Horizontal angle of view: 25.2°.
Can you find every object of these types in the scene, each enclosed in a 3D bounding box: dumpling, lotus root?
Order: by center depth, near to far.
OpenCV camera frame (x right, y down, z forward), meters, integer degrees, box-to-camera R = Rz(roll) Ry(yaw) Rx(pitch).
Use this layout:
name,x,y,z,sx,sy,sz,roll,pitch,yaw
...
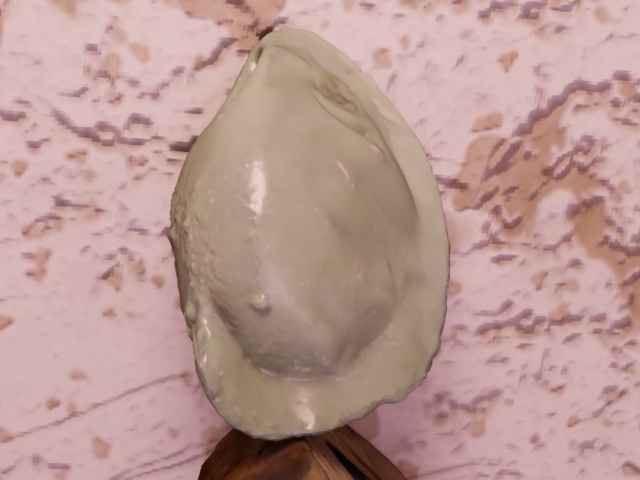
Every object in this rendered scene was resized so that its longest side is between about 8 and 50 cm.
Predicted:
name,x,y,z,sx,sy,sz,roll,pitch,yaw
dumpling,-0.014,-0.001,0.739,0.152,0.108,0.219,33,62,-45
lotus root,0.014,0.158,0.772,0.074,0.261,0.170,-43,81,7
